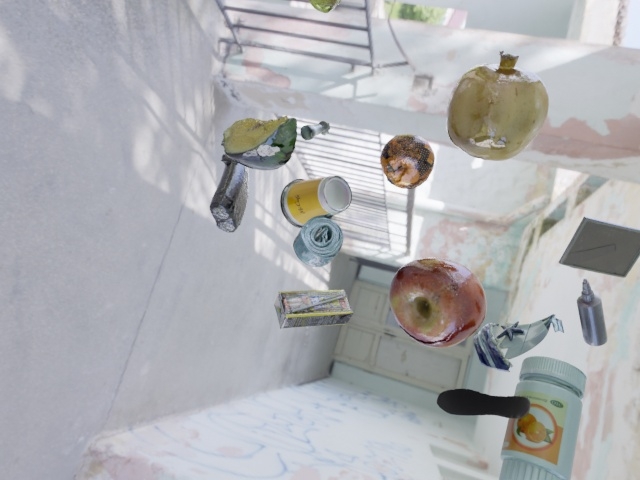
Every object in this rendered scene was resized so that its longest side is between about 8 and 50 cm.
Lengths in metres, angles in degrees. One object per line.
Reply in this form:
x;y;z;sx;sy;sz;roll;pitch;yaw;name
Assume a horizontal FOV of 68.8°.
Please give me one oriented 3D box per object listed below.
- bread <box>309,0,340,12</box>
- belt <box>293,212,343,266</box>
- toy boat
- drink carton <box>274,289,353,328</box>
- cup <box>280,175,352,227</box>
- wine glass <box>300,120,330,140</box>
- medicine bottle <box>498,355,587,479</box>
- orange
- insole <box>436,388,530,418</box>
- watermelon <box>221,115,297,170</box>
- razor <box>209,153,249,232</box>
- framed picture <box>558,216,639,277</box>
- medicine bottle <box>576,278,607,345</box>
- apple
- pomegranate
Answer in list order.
0.071;-0.700;1.069;0.384;0.112;0.166;-65;-165;-18;bread
-0.005;0.004;1.428;0.162;0.148;0.082;-16;157;-36;belt
0.640;0.318;1.560;0.070;0.291;0.210;57;-6;-26;toy boat
-0.014;0.152;1.054;0.056;0.165;0.071;113;-33;-42;drink carton
-0.019;-0.151;1.759;0.196;0.279;0.197;4;83;-36;cup
-0.022;-0.500;2.120;0.155;0.072;0.072;-33;137;-51;wine glass
0.548;0.466;1.156;0.158;0.157;0.318;81;31;-58;medicine bottle
0.367;-0.336;1.972;0.182;0.234;0.235;-51;152;-55;orange
0.399;0.410;1.171;0.086;0.253;0.005;-48;113;-37;insole
-0.159;-0.244;1.164;0.123;0.301;0.129;18;90;-39;watermelon
-0.357;-0.203;1.899;0.189;0.107;0.327;78;13;-52;razor
0.976;0.029;1.599;0.023;0.259;0.189;-88;-169;-61;framed picture
0.696;0.180;1.204;0.199;0.057;0.058;67;30;-23;medicine bottle
0.327;0.170;1.310;0.206;0.271;0.252;-9;86;-45;apple
0.530;-0.408;1.426;0.319;0.318;0.320;14;90;-76;pomegranate
